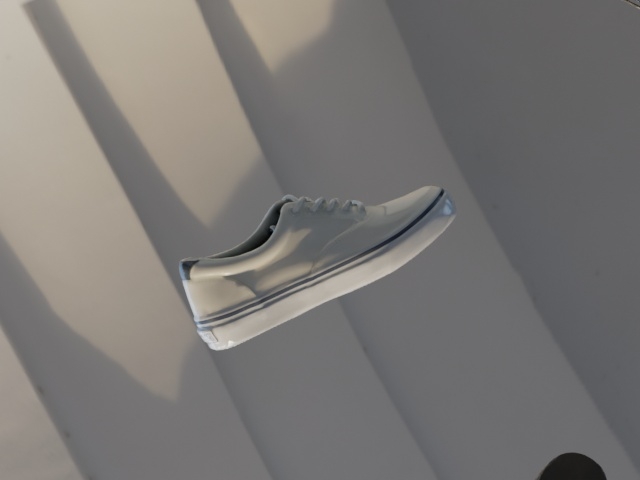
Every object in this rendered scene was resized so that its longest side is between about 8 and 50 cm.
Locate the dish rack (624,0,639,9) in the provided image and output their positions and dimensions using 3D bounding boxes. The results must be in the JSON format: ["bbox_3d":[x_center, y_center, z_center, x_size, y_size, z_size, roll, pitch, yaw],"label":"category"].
[{"bbox_3d":[0.399,-0.294,1.274,0.208,0.271,0.074,24,-115,-17],"label":"dish rack"}]

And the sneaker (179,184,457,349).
[{"bbox_3d":[0.000,0.000,1.078,0.258,0.094,0.091,-27,-78,-18],"label":"sneaker"}]

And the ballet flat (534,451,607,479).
[{"bbox_3d":[0.146,0.274,0.969,0.084,0.058,0.249,30,-110,16],"label":"ballet flat"}]
